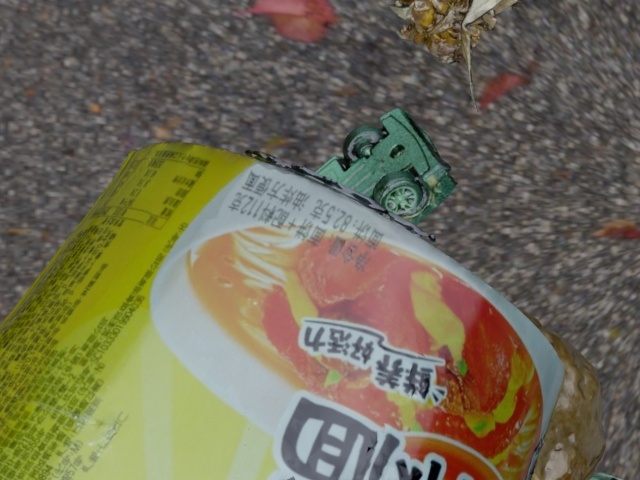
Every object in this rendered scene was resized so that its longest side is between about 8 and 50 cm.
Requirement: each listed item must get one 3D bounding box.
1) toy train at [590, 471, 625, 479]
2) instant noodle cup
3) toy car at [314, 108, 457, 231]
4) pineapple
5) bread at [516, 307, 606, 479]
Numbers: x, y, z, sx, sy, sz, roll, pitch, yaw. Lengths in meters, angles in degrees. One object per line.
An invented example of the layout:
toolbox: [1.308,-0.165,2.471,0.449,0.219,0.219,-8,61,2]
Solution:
toy train: [0.335,0.330,1.309,0.221,0.304,0.150,-117,32,-45]
instant noodle cup: [-0.035,0.098,0.567,0.264,0.264,0.200,24,72,15]
toy car: [0.000,0.000,1.513,0.321,0.097,0.141,-40,39,8]
pineapple: [0.168,-0.346,1.650,0.334,0.161,0.158,-64,34,15]
bread: [0.082,0.134,0.964,0.230,0.230,0.123,3,50,17]
